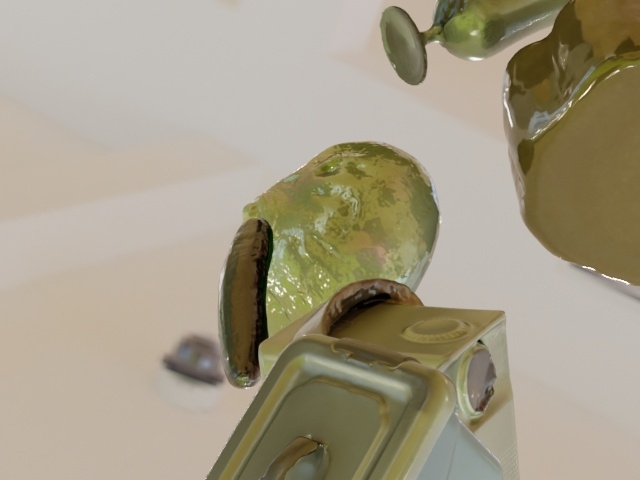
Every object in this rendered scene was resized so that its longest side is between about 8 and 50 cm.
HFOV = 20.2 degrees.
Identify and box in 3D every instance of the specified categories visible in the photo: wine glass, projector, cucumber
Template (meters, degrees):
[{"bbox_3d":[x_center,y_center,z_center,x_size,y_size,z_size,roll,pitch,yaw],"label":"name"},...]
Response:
[{"bbox_3d":[0.195,-0.272,2.178,0.231,0.103,0.103,-24,-141,-21],"label":"wine glass"},{"bbox_3d":[0.060,0.155,1.499,0.177,0.242,0.163,1,-164,29],"label":"projector"},{"bbox_3d":[-0.076,0.061,1.818,0.056,0.056,0.284,17,-147,-10],"label":"cucumber"}]

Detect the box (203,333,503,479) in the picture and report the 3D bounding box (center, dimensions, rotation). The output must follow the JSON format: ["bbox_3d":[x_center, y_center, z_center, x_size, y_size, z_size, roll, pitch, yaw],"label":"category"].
[{"bbox_3d":[0.005,0.183,1.174,0.162,0.227,0.130,13,158,48],"label":"box"}]

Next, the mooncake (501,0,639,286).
[{"bbox_3d":[0.390,-0.136,2.059,0.379,0.378,0.200,14,-141,-19],"label":"mooncake"}]

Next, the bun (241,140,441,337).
[{"bbox_3d":[0.000,0.000,2.034,0.179,0.283,0.283,32,-167,-25],"label":"bun"}]
